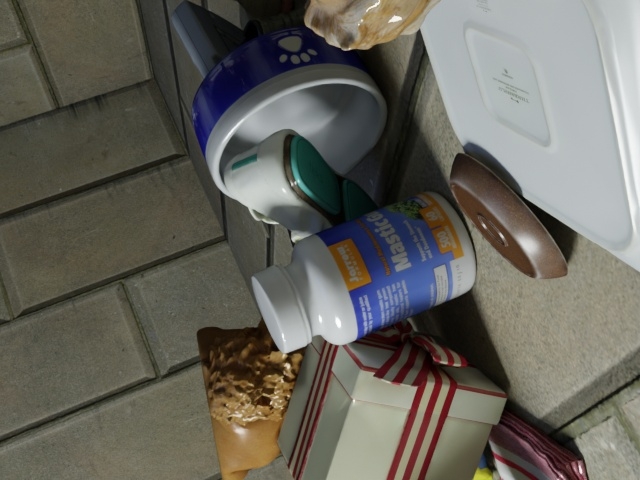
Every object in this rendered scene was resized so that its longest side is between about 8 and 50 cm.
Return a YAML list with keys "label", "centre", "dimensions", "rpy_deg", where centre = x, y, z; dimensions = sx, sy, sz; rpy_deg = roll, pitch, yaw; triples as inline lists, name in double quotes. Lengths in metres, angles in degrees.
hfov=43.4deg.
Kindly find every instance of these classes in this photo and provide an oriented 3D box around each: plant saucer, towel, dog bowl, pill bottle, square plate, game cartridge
- label: "plant saucer"
  centre: [0.187, -0.019, 0.835]
  dimensions: [0.168, 0.029, 0.168]
  rpy_deg: [50, 180, 0]
- label: "towel"
  centre: [0.311, 0.396, 1.100]
  dimensions: [0.237, 0.037, 0.329]
  rpy_deg: [-152, 43, -71]
- label: "dog bowl"
  centre: [-0.045, -0.172, 1.143]
  dimensions: [0.265, 0.265, 0.104]
  rpy_deg: [94, 154, -61]
- label: "pill bottle"
  centre: [0.054, 0.047, 1.067]
  dimensions: [0.152, 0.272, 0.152]
  rpy_deg: [159, 90, -76]
- label: "square plate"
  centre: [0.171, -0.139, 0.666]
  dimensions: [0.347, 0.049, 0.344]
  rpy_deg: [47, 167, 53]
- label: "game cartridge"
  centre: [-0.114, -0.281, 1.346]
  dimensions: [0.297, 0.062, 0.198]
  rpy_deg: [22, -153, -50]

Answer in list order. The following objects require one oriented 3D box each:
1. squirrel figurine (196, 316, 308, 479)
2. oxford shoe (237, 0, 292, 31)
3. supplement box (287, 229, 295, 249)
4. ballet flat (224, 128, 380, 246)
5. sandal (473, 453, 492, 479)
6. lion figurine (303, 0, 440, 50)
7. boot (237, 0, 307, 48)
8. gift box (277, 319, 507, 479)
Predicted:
- label: "squirrel figurine"
  centre: [-0.015, 0.227, 1.396]
  dimensions: [0.397, 0.370, 0.281]
  rpy_deg: [101, 157, -65]
- label: "oxford shoe"
  centre: [-0.134, -0.455, 1.316]
  dimensions: [0.140, 0.146, 0.397]
  rpy_deg: [60, 165, 25]
- label: "supplement box"
  centre: [0.000, 0.000, 1.573]
  dimensions: [0.081, 0.104, 0.188]
  rpy_deg: [-137, 29, -63]
- label: "ballet flat"
  centre: [-0.009, -0.041, 1.180]
  dimensions: [0.400, 0.139, 0.139]
  rpy_deg: [39, -161, -57]
- label: "sandal"
  centre: [0.185, 0.361, 1.346]
  dimensions: [0.317, 0.126, 0.138]
  rpy_deg: [130, 122, -73]
- label: "lion figurine"
  centre: [0.051, -0.329, 0.588]
  dimensions: [0.240, 0.142, 0.392]
  rpy_deg: [123, 154, -43]
- label: "boot"
  centre: [-0.057, -0.294, 1.226]
  dimensions: [0.246, 0.161, 0.083]
  rpy_deg: [129, 120, -75]
- label: "gift box"
  centre: [0.081, 0.241, 1.142]
  dimensions: [0.255, 0.276, 0.258]
  rpy_deg: [36, 109, 64]
